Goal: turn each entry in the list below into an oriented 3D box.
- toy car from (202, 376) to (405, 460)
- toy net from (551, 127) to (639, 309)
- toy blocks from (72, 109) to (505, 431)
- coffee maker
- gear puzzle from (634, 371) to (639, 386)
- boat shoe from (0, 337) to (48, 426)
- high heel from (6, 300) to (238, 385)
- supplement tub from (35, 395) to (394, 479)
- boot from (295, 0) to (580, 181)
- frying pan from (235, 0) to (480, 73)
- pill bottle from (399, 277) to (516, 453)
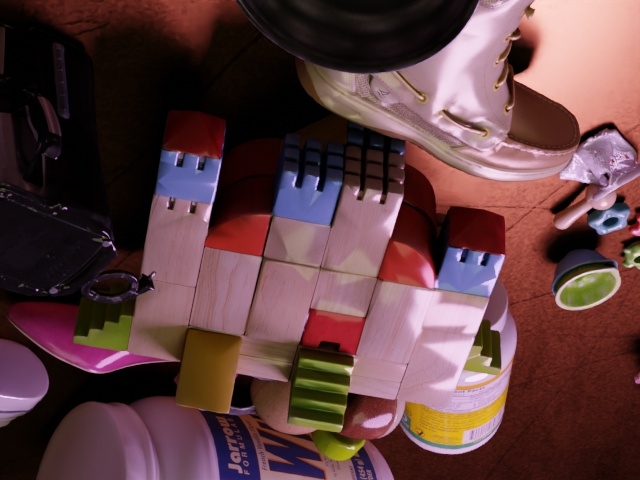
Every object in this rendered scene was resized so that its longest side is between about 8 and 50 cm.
[{"bbox_3d":[-0.022,0.124,1.538,0.188,0.149,0.155,-3,144,-37],"label":"toy car"},{"bbox_3d":[0.282,-0.020,1.559,0.122,0.045,0.232,-11,144,-4],"label":"toy net"},{"bbox_3d":[0.000,0.000,1.376,0.382,0.190,0.261,10,133,-6],"label":"toy blocks"},{"bbox_3d":[-0.216,-0.055,1.226,0.120,0.178,0.171,-21,142,14],"label":"coffee maker"},{"bbox_3d":[0.466,0.181,1.908,0.176,0.044,0.339,-21,147,8],"label":"gear puzzle"},{"bbox_3d":[-0.382,0.125,1.498,0.268,0.096,0.088,11,134,-43],"label":"boat shoe"},{"bbox_3d":[-0.165,0.072,1.528,0.244,0.082,0.117,23,103,-24],"label":"high heel"},{"bbox_3d":[-0.108,0.287,1.685,0.325,0.235,0.235,14,136,-34],"label":"supplement tub"},{"bbox_3d":[0.139,-0.156,1.281,0.262,0.095,0.203,19,134,-25],"label":"boot"},{"bbox_3d":[0.011,-0.261,1.117,0.197,0.053,0.326,1,126,18],"label":"frying pan"},{"bbox_3d":[0.133,0.115,1.631,0.118,0.117,0.208,-9,145,-7],"label":"pill bottle"}]
